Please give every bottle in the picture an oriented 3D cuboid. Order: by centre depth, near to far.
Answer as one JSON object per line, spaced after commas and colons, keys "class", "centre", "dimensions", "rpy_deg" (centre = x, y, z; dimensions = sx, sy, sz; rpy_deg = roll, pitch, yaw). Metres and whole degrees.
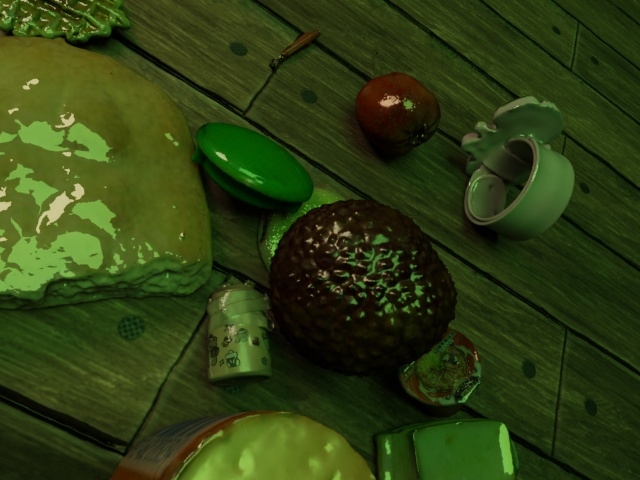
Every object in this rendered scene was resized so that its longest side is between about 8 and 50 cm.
{"class": "bottle", "centre": [-0.118, 0.127, 0.678], "dimensions": [0.099, 0.099, 0.152], "rpy_deg": [4, 63, -24]}

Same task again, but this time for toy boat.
{"class": "toy boat", "centre": [0.224, 0.344, 0.751], "dimensions": [0.277, 0.084, 0.111], "rpy_deg": [7, 64, -22]}

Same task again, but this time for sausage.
{"class": "sausage", "centre": [-0.103, 0.302, 0.493], "dimensions": [0.233, 0.287, 0.232], "rpy_deg": [13, 62, -27]}

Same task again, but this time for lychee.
{"class": "lychee", "centre": [0.057, 0.067, 0.669], "dimensions": [0.261, 0.260, 0.260], "rpy_deg": [10, 64, -22]}

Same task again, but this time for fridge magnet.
{"class": "fridge magnet", "centre": [-0.106, -0.122, 0.761], "dimensions": [0.208, 0.088, 0.208], "rpy_deg": [28, 24, -14]}

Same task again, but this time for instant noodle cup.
{"class": "instant noodle cup", "centre": [0.188, 0.219, 0.742], "dimensions": [0.127, 0.135, 0.127], "rpy_deg": [-8, 53, 10]}

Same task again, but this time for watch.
{"class": "watch", "centre": [0.395, -0.137, 0.948], "dimensions": [0.196, 0.244, 0.231], "rpy_deg": [23, 53, -16]}

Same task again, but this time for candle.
{"class": "candle", "centre": [-0.058, -0.402, 0.981], "dimensions": [0.026, 0.021, 0.167], "rpy_deg": [38, 58, 6]}

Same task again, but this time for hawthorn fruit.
{"class": "hawthorn fruit", "centre": [0.133, -0.309, 0.966], "dimensions": [0.165, 0.165, 0.285], "rpy_deg": [-5, 61, -27]}

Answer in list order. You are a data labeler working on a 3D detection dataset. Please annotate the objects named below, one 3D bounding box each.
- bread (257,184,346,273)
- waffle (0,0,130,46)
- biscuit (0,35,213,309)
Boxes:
{"class": "bread", "centre": [0.000, 0.000, 0.824], "dimensions": [0.229, 0.033, 0.228], "rpy_deg": [10, 63, -20]}
{"class": "waffle", "centre": [-0.447, -0.413, 0.779], "dimensions": [0.214, 0.054, 0.207], "rpy_deg": [-24, 83, -26]}
{"class": "biscuit", "centre": [-0.367, -0.101, 0.652], "dimensions": [0.430, 0.104, 0.445], "rpy_deg": [2, 68, -25]}
